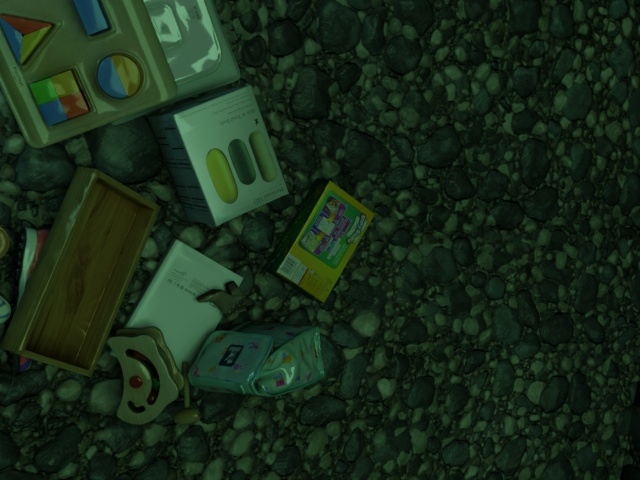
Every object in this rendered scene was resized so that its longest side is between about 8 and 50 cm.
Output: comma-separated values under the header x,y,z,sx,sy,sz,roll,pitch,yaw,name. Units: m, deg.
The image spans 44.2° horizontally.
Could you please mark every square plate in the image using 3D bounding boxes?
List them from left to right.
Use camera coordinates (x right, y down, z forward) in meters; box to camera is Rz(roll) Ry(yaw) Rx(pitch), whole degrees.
x,y,z,sx,sy,sz,roll,pitch,yaw,name
-0.379,-0.481,1.797,0.344,0.049,0.347,-26,108,-22,square plate

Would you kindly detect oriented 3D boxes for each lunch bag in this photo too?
x,y,z,sx,sy,sz,roll,pitch,yaw,name
-0.155,0.288,1.867,0.262,0.223,0.160,-18,105,-51,lunch bag

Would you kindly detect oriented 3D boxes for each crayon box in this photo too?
x,y,z,sx,sy,sz,roll,pitch,yaw,name
0.000,0.000,2.036,0.165,0.081,0.278,35,80,-27,crayon box

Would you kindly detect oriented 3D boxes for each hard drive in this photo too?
x,y,z,sx,sy,sz,roll,pitch,yaw,name
-0.344,0.177,1.900,0.203,0.040,0.307,33,81,-27,hard drive

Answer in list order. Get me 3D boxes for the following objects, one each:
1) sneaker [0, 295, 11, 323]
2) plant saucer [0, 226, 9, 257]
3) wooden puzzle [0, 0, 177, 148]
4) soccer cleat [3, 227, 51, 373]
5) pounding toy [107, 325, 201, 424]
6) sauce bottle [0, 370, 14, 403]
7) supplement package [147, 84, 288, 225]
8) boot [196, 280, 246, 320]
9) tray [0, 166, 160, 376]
x,y,z,sx,sy,sz,roll,pitch,yaw,name
-0.735,0.125,1.569,0.240,0.126,0.091,22,88,-28,sneaker
-0.714,0.005,1.699,0.083,0.013,0.083,-3,97,-27,plant saucer
-0.518,-0.399,1.678,0.348,0.080,0.322,-23,106,-9,wooden puzzle
-0.616,0.133,1.718,0.116,0.109,0.318,7,91,-33,soccer cleat
-0.397,0.320,1.827,0.154,0.155,0.269,-23,98,5,pounding toy
-0.812,0.255,1.622,0.344,0.111,0.111,28,83,-27,sauce bottle
-0.236,-0.197,1.821,0.199,0.198,0.262,-26,108,-23,supplement package
-0.234,0.155,1.910,0.118,0.042,0.087,-24,109,-23,boot
-0.513,0.070,1.712,0.203,0.076,0.410,35,71,-51,tray
